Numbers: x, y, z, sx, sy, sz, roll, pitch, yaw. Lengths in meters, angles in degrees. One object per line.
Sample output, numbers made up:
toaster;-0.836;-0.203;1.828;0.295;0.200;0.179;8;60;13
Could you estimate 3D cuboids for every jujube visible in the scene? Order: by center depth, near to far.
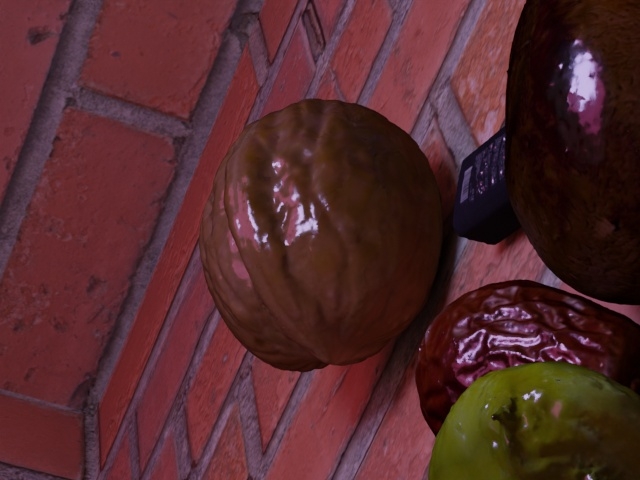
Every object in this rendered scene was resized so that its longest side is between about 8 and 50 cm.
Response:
jujube;0.198;0.126;1.760;0.255;0.190;0.190;-7;65;51

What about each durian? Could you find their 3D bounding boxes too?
durian;0.204;0.204;1.534;0.256;0.340;0.204;-1;50;49

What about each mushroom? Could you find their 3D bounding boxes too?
mushroom;0.258;-0.109;1.731;0.345;0.239;0.345;-60;-13;-25

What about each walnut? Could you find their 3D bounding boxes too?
walnut;0.000;0.000;2.353;0.333;0.333;0.333;-163;90;-74

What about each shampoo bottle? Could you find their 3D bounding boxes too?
shampoo bottle;0.231;-0.091;2.042;0.309;0.071;0.098;138;146;-61
